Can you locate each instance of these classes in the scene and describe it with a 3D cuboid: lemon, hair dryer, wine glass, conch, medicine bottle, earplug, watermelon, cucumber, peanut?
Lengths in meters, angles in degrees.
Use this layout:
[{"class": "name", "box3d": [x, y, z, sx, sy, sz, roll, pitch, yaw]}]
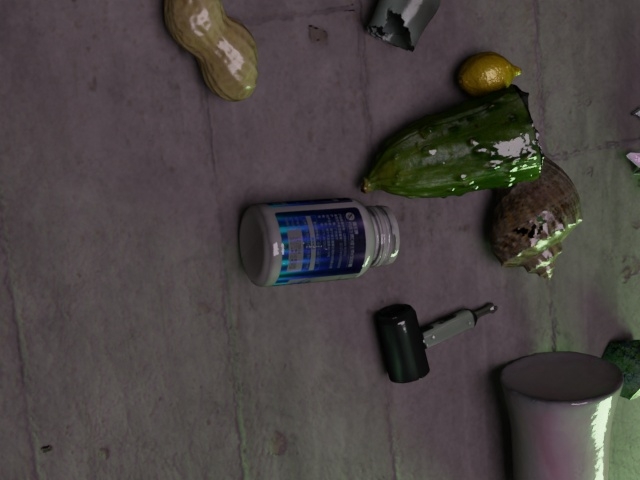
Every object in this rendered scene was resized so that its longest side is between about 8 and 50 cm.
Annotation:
[{"class": "lemon", "box3d": [0.227, -0.223, 1.882, 0.092, 0.065, 0.065, -13, 106, -13]}, {"class": "hair dryer", "box3d": [0.168, 0.118, 1.937, 0.198, 0.057, 0.100, -21, 109, -29]}, {"class": "wine glass", "box3d": [0.131, -0.346, 1.805, 0.079, 0.079, 0.195, 27, 87, -27]}, {"class": "conch", "box3d": [0.297, -0.047, 1.947, 0.155, 0.130, 0.207, -9, 81, -57]}, {"class": "medicine bottle", "box3d": [0.000, 0.000, 1.795, 0.191, 0.107, 0.107, -4, 102, -25]}, {"class": "earplug", "box3d": [0.346, 0.329, 2.006, 0.172, 0.172, 0.301, -12, 112, -23]}, {"class": "watermelon", "box3d": [0.463, 0.196, 2.081, 0.092, 0.084, 0.072, -28, 141, 21]}, {"class": "cucumber", "box3d": [0.168, -0.111, 1.843, 0.244, 0.134, 0.134, -18, 108, -2]}, {"class": "peanut", "box3d": [-0.135, -0.255, 1.699, 0.082, 0.082, 0.187, -42, 113, -13]}]

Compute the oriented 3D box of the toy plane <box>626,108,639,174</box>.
[{"class": "toy plane", "box3d": [0.528, -0.138, 2.044, 0.171, 0.065, 0.162, -34, 101, -11]}]
